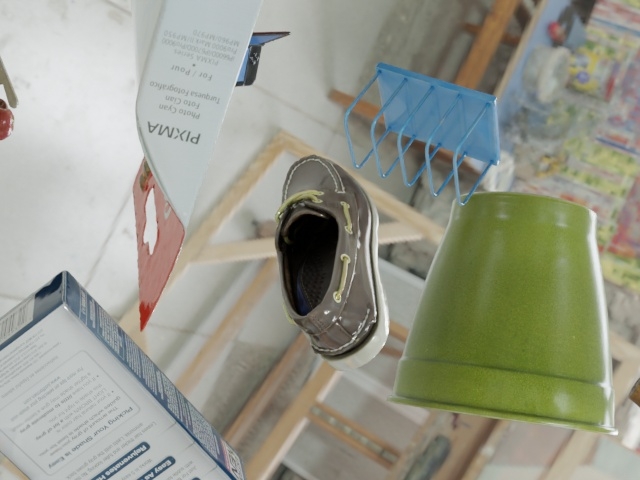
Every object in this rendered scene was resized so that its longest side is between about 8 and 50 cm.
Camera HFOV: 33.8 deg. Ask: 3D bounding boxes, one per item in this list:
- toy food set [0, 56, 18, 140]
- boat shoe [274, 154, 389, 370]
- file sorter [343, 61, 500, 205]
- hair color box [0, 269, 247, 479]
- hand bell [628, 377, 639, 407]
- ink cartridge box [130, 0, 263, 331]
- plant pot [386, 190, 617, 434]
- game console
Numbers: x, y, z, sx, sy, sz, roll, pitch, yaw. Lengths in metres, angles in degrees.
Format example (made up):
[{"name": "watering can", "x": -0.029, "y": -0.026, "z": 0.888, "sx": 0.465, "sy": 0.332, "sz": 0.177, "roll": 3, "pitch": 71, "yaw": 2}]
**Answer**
[{"name": "toy food set", "x": -0.511, "y": -0.162, "z": 1.563, "sx": 0.218, "sy": 0.128, "sz": 0.071, "roll": -42, "pitch": 151, "yaw": 10}, {"name": "boat shoe", "x": 0.000, "y": 0.000, "z": 1.211, "sx": 0.116, "sy": 0.324, "sz": 0.097, "roll": -30, "pitch": 130, "yaw": 19}, {"name": "file sorter", "x": 0.130, "y": -0.132, "z": 1.354, "sx": 0.104, "sy": 0.170, "sz": 0.118, "roll": -54, "pitch": 150, "yaw": -27}, {"name": "hair color box", "x": -0.253, "y": 0.222, "z": 1.237, "sx": 0.174, "sy": 0.105, "sz": 0.347, "roll": -36, "pitch": 114, "yaw": 3}, {"name": "hand bell", "x": 0.343, "y": 0.171, "z": 0.786, "sx": 0.126, "sy": 0.242, "sz": 0.126, "roll": -55, "pitch": 170, "yaw": -16}, {"name": "ink cartridge box", "x": -0.170, "y": -0.151, "z": 1.077, "sx": 0.091, "sy": 0.308, "sz": 0.385, "roll": 13, "pitch": 119, "yaw": -20}, {"name": "plant pot", "x": 0.310, "y": 0.112, "z": 1.711, "sx": 0.366, "sy": 0.366, "sz": 0.353, "roll": 19, "pitch": 77, "yaw": -58}, {"name": "game console", "x": -0.136, "y": -0.309, "z": 1.806, "sx": 0.144, "sy": 0.085, "sz": 0.124, "roll": -12, "pitch": 124, "yaw": -43}]
